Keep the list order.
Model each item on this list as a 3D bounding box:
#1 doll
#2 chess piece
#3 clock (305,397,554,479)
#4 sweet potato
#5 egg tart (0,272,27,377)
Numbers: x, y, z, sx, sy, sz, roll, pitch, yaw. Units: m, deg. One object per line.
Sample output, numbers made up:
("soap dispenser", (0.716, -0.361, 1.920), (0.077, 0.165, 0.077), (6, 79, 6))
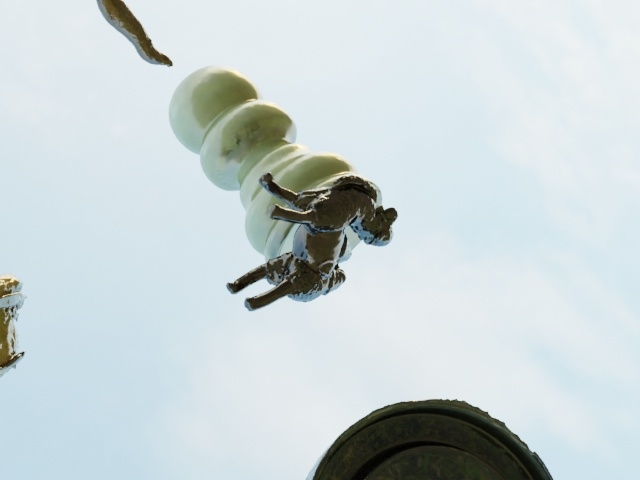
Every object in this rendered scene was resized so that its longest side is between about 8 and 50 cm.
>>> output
("doll", (0.000, 0.000, 1.417), (0.165, 0.057, 0.139), (4, -72, -34))
("chess piece", (-0.067, -0.090, 1.548), (0.144, 0.144, 0.251), (-16, -126, -43))
("clock", (0.107, 0.292, 1.397), (0.281, 0.055, 0.280), (5, -109, -16))
("sweet potato", (-0.174, -0.193, 1.326), (0.115, 0.026, 0.026), (52, -135, -35))
("egg tart", (-0.316, 0.102, 1.208), (0.191, 0.191, 0.074), (-33, -90, -43))
